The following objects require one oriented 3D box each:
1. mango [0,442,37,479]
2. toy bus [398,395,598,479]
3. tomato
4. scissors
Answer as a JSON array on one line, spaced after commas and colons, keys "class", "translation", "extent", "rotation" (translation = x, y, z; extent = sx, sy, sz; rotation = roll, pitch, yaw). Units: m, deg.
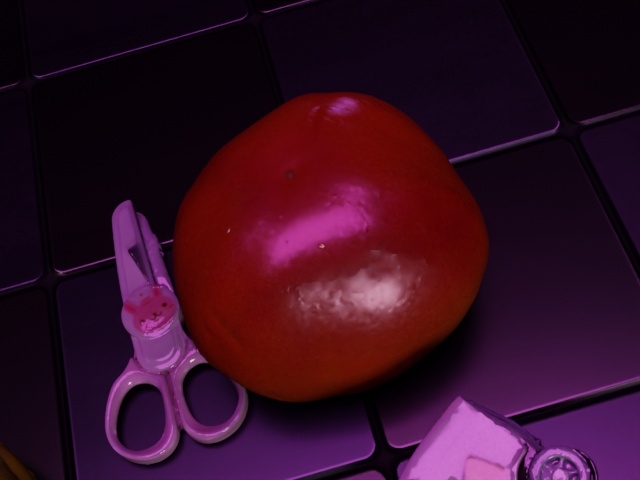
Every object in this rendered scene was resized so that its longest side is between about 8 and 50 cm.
[{"class": "mango", "translation": [-0.247, 0.224, 0.711], "extent": [0.091, 0.074, 0.165], "rotation": [-30, 72, -16]}, {"class": "toy bus", "translation": [0.195, 0.251, 0.610], "extent": [0.342, 0.097, 0.138], "rotation": [37, 78, 25]}, {"class": "tomato", "translation": [-0.001, -0.003, 0.743], "extent": [0.260, 0.180, 0.259], "rotation": [-5, 57, 8]}, {"class": "scissors", "translation": [-0.145, 0.069, 0.807], "extent": [0.118, 0.030, 0.242], "rotation": [-20, 62, -3]}]
